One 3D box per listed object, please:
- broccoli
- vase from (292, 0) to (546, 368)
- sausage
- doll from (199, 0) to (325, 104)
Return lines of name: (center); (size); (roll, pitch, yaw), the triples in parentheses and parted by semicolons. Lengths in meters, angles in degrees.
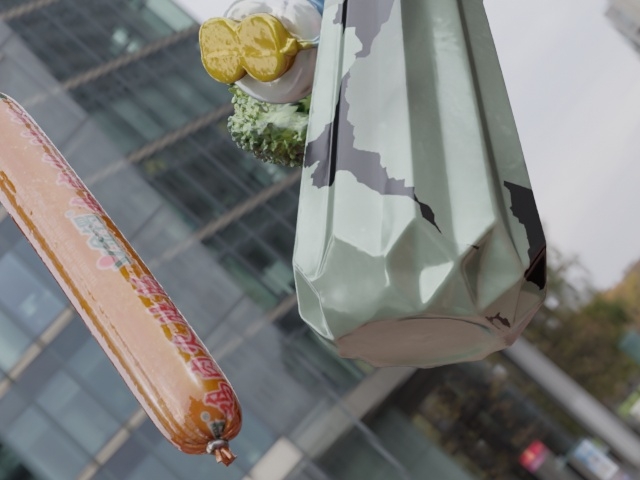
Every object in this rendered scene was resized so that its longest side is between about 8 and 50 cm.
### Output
broccoli: (0.011, -0.168, 1.561); (0.226, 0.198, 0.176); (-46, -39, 6)
vase: (0.059, -0.103, 0.962); (0.165, 0.165, 0.360); (98, 171, -68)
sausage: (-0.148, 0.012, 0.934); (0.053, 0.348, 0.053); (-29, -32, -19)
doll: (0.031, -0.205, 1.272); (0.314, 0.177, 0.141); (-29, -66, -47)
